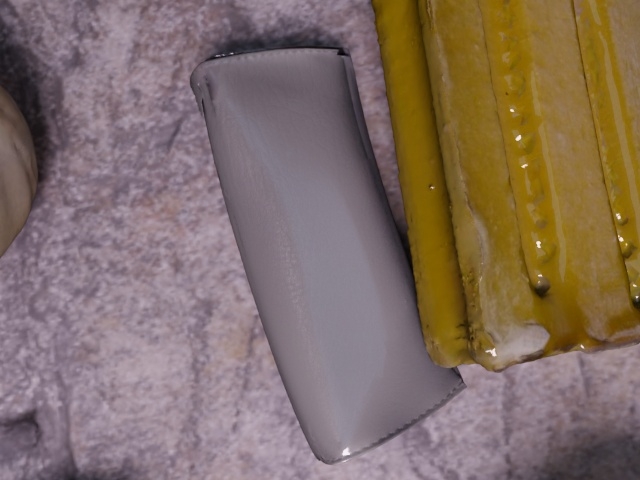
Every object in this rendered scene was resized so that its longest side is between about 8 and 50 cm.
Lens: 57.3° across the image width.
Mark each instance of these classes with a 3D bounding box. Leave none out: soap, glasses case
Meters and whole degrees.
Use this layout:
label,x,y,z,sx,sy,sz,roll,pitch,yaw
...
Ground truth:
label,x,y,z,sx,sy,sz,roll,pitch,yaw
soap,0.147,-0.079,0.413,0.199,0.091,0.314,-7,84,-23
glasses case,0.002,-0.001,0.451,0.129,0.083,0.307,-17,83,-3

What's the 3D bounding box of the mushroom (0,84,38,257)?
label,x,y,z,sx,sy,sz,roll,pitch,yaw
mushroom,-0.349,-0.056,0.420,0.234,0.254,0.260,-43,44,33
